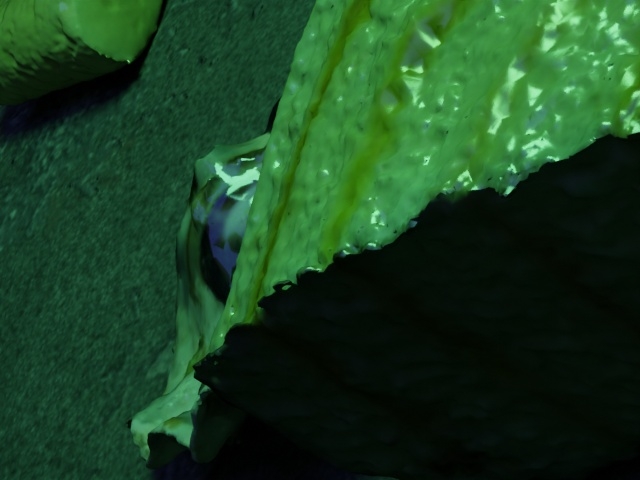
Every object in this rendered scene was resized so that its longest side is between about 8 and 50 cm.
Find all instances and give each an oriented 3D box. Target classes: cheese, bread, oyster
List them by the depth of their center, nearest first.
[{"bbox_3d":[0.130,-0.055,0.863,0.395,0.239,0.264,-22,49,43],"label":"bread"},{"bbox_3d":[0.001,0.001,1.097,0.351,0.115,0.238,-46,26,4],"label":"oyster"},{"bbox_3d":[-0.217,-0.184,1.527,0.167,0.094,0.123,-12,54,45],"label":"cheese"}]
